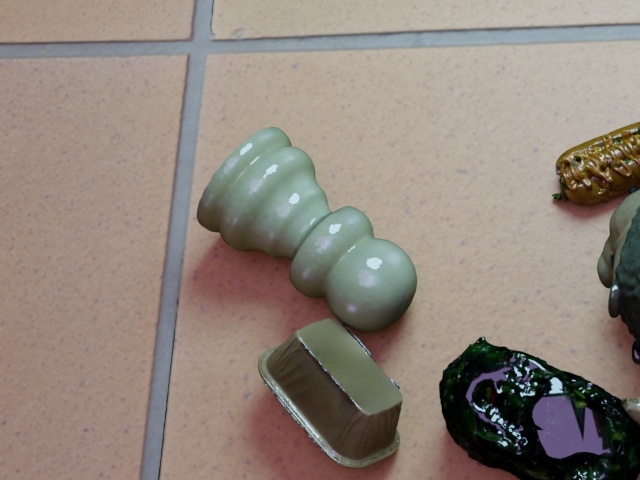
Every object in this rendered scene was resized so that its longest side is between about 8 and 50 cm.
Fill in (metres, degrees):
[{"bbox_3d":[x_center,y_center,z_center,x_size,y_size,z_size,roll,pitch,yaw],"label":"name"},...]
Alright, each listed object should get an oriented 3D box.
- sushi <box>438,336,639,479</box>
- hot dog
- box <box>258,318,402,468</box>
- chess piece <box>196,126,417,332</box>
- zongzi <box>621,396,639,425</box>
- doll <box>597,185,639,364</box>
[{"bbox_3d":[0.231,0.190,1.631,0.225,0.127,0.124,26,77,22],"label":"sushi"},{"bbox_3d":[0.345,-0.095,1.752,0.188,0.055,0.072,-22,67,2],"label":"hot dog"},{"bbox_3d":[0.015,0.167,1.705,0.111,0.111,0.177,-40,66,-4],"label":"box"},{"bbox_3d":[0.000,0.000,1.759,0.251,0.144,0.144,39,82,18],"label":"chess piece"},{"bbox_3d":[0.419,0.164,1.579,0.197,0.099,0.194,43,80,-13],"label":"zongzi"},{"bbox_3d":[0.425,-0.026,1.620,0.247,0.247,0.349,23,71,20],"label":"doll"}]
